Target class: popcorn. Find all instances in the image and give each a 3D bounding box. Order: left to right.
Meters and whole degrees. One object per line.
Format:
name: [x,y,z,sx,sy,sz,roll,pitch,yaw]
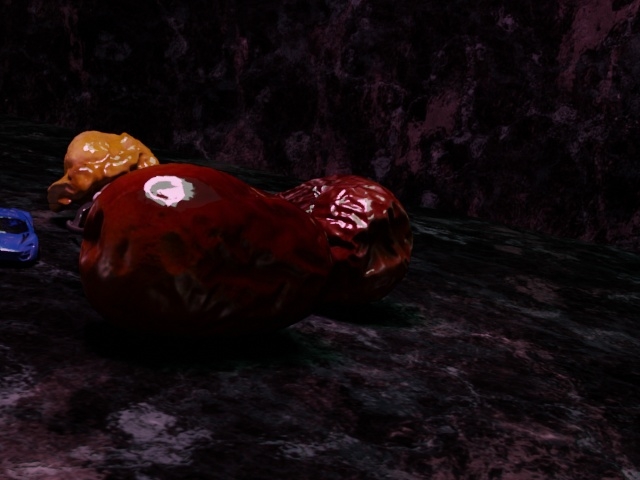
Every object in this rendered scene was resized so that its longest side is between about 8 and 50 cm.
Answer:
popcorn: [-0.403,-0.116,1.686,0.191,0.190,0.253,6,10,31]

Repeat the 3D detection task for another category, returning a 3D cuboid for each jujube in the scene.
jujube: [-0.141,0.020,1.101,0.318,0.223,0.223,8,10,-31]
jujube: [0.000,0.000,1.446,0.216,0.216,0.342,2,5,-41]

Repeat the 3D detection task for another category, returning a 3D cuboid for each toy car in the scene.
toy car: [-0.497,-0.014,1.371,0.103,0.063,0.216,6,11,-25]

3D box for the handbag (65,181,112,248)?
handbag: [-0.246,0.000,1.321,0.283,0.149,0.302,6,13,-35]
